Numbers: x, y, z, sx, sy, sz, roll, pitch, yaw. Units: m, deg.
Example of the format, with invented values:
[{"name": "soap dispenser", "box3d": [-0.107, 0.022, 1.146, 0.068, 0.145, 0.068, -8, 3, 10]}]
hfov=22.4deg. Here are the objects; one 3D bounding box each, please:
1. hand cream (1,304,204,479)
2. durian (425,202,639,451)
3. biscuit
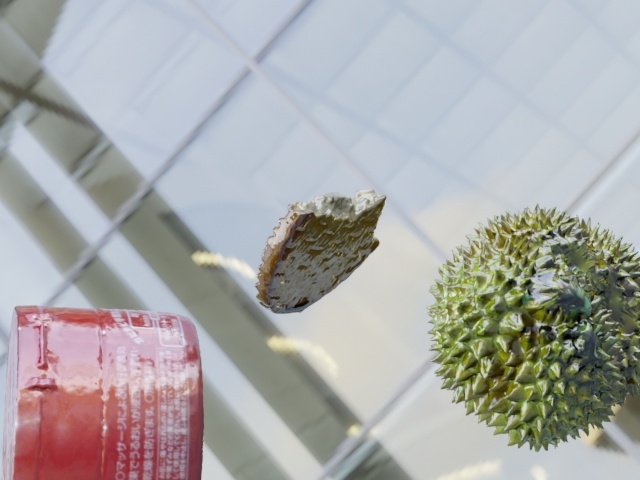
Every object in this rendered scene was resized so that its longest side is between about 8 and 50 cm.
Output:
[{"name": "hand cream", "box3d": [-0.150, 0.138, 1.082, 0.125, 0.193, 0.193, 3, -42, -11]}, {"name": "durian", "box3d": [0.237, 0.099, 1.768, 0.224, 0.291, 0.291, -19, -7, 41]}, {"name": "biscuit", "box3d": [-0.001, -0.001, 1.593, 0.176, 0.031, 0.228, -47, -20, -17]}]
